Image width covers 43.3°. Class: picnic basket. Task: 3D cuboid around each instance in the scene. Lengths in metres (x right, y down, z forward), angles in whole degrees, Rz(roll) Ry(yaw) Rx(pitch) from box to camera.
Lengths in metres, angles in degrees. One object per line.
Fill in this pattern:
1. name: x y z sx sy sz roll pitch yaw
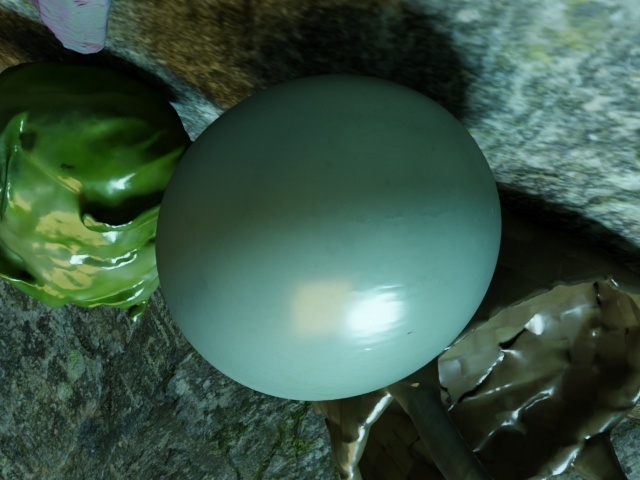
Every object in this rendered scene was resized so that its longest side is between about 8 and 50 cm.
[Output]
1. picnic basket: 0.177 0.172 0.714 0.293 0.337 0.337 26 171 -34

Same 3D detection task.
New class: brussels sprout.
1. brussels sprout: -0.256 -0.056 0.834 0.295 0.227 0.259 18 140 22

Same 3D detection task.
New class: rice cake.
1. rice cake: -0.160 -0.175 0.479 0.081 0.051 0.290 23 172 -13

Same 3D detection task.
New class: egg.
1. egg: 0.000 0.000 0.581 0.230 0.229 0.371 24 166 -11
